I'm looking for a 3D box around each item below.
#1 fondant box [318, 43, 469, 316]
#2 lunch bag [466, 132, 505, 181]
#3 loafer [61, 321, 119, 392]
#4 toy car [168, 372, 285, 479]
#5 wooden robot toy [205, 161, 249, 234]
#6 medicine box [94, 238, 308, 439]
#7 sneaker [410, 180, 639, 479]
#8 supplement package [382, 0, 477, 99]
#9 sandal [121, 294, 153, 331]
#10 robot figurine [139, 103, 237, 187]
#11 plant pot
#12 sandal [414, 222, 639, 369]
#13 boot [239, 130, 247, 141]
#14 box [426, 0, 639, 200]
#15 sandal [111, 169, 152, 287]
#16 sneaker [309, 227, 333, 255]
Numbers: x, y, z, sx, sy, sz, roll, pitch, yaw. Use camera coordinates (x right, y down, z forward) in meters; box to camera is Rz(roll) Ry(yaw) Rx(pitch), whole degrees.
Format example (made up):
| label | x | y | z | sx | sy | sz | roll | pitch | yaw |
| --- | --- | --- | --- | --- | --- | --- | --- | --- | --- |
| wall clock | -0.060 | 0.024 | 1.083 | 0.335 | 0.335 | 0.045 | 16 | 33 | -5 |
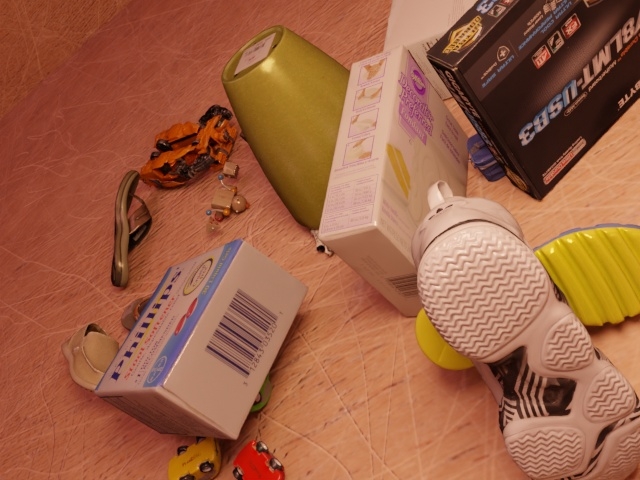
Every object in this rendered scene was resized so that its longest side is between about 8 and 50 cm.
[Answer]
| label | x | y | z | sx | sy | sz | roll | pitch | yaw |
| --- | --- | --- | --- | --- | --- | --- | --- | --- | --- |
| fondant box | 0.125 | -0.087 | 0.972 | 0.096 | 0.238 | 0.330 | -14 | 51 | 34 |
| lunch bag | 0.277 | -0.145 | 1.017 | 0.098 | 0.065 | 0.067 | -29 | 44 | 20 |
| loafer | -0.458 | 0.240 | 1.332 | 0.268 | 0.102 | 0.092 | 25 | 83 | 49 |
| toy car | -0.122 | 0.293 | 1.033 | 0.239 | 0.053 | 0.225 | -8 | 54 | 37 |
| wooden robot toy | -0.188 | -0.083 | 1.396 | 0.079 | 0.076 | 0.173 | 10 | 61 | 6 |
| medicine box | -0.198 | 0.165 | 1.054 | 0.289 | 0.149 | 0.263 | -19 | 39 | 52 |
| sneaker | 0.215 | 0.096 | 0.701 | 0.137 | 0.366 | 0.210 | -30 | 23 | 15 |
| supplement package | 0.245 | -0.382 | 1.166 | 0.203 | 0.149 | 0.194 | -12 | 52 | 35 |
| sandal | -0.342 | 0.152 | 1.331 | 0.219 | 0.060 | 0.090 | 6 | 64 | 44 |
| robot figurine | -0.317 | -0.221 | 1.583 | 0.291 | 0.085 | 0.211 | -7 | 55 | 38 |
| plant pot | -0.029 | -0.216 | 1.139 | 0.274 | 0.293 | 0.275 | -28 | 36 | 23 |
| sandal | 0.274 | 0.057 | 0.830 | 0.317 | 0.126 | 0.138 | -18 | 7 | 15 |
| boot | -0.060 | -0.278 | 1.411 | 0.189 | 0.076 | 0.209 | 23 | 82 | 33 |
| box | 0.326 | -0.248 | 0.881 | 0.295 | 0.293 | 0.073 | -45 | 39 | 2 |
| sandal | -0.447 | -0.026 | 1.547 | 0.120 | 0.086 | 0.303 | 121 | 149 | -58 |
| sneaker | 0.000 | 0.000 | 1.172 | 0.037 | 0.032 | 0.083 | -52 | 40 | -4 |
